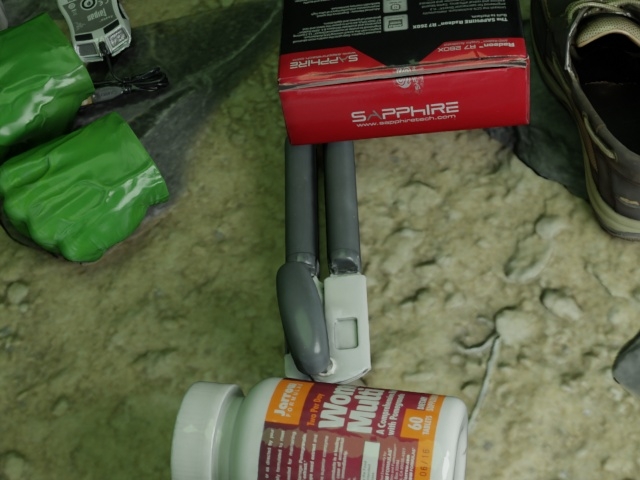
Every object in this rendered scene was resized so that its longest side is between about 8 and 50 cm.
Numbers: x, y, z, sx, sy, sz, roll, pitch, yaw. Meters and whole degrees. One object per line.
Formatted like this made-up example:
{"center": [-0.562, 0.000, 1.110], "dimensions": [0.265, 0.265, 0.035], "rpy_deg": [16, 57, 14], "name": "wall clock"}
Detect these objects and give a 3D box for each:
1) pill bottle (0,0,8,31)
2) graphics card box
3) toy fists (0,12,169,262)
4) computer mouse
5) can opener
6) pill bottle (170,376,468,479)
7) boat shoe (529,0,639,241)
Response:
{"center": [-0.460, -0.244, 1.372], "dimensions": [0.215, 0.117, 0.117], "rpy_deg": [-23, 55, -7], "name": "pill bottle"}
{"center": [0.079, -0.256, 1.276], "dimensions": [0.233, 0.094, 0.370], "rpy_deg": [-6, 48, 6], "name": "graphics card box"}
{"center": [-0.272, -0.096, 1.244], "dimensions": [0.142, 0.096, 0.279], "rpy_deg": [-30, 67, -14], "name": "toy fists"}
{"center": [-0.235, -0.222, 1.367], "dimensions": [0.106, 0.042, 0.193], "rpy_deg": [-20, 60, 1], "name": "computer mouse"}
{"center": [0.000, 0.000, 1.138], "dimensions": [0.076, 0.095, 0.283], "rpy_deg": [-6, 55, 5], "name": "can opener"}
{"center": [0.001, 0.173, 1.004], "dimensions": [0.221, 0.121, 0.121], "rpy_deg": [5, 57, 13], "name": "pill bottle"}
{"center": [0.283, -0.169, 1.185], "dimensions": [0.132, 0.130, 0.355], "rpy_deg": [-13, 55, 0], "name": "boat shoe"}
